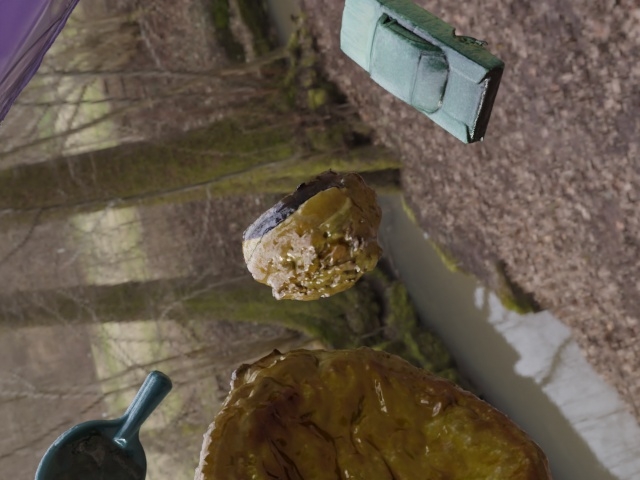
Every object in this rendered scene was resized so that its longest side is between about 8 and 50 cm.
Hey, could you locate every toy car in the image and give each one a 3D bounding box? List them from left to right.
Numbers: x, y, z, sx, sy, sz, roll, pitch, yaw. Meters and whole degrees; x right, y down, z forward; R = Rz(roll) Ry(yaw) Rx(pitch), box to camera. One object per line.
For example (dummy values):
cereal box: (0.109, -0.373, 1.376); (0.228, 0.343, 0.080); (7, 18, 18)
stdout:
toy car: (0.141, -0.284, 1.332); (0.320, 0.097, 0.141); (43, 141, 33)

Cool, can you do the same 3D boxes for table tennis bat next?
table tennis bat: (-0.235, 0.234, 0.978); (0.124, 0.201, 0.033); (44, 162, -28)

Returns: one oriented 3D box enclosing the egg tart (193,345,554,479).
egg tart: (0.052, 0.229, 0.741); (0.341, 0.341, 0.129); (-119, 35, -45)

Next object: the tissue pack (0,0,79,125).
tissue pack: (-0.298, -0.281, 0.703); (0.338, 0.242, 0.160); (-55, 12, 8)

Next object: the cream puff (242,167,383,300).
cream puff: (0.000, 0.000, 1.011); (0.129, 0.189, 0.189); (53, 165, -1)
